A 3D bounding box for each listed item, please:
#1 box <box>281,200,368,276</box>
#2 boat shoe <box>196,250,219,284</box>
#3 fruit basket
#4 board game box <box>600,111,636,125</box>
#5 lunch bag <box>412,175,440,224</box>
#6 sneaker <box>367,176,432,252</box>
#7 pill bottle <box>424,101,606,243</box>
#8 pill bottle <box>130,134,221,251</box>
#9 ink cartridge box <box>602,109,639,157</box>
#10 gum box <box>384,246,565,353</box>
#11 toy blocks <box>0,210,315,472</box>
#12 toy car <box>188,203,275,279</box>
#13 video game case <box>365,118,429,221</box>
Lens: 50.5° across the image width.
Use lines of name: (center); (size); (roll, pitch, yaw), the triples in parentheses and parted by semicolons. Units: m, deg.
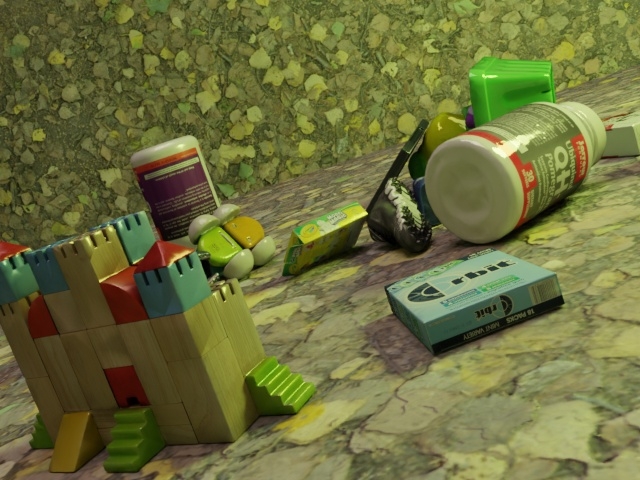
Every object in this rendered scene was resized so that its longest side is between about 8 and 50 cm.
box: (0.000, 0.000, 1.293); (0.179, 0.043, 0.105); (-27, -26, -31)
boat shoe: (-0.350, 0.101, 1.283); (0.158, 0.127, 0.340); (-19, 7, 46)
fruit basket: (0.373, -0.279, 1.619); (0.392, 0.283, 0.392); (-11, 16, 3)
board game box: (0.633, -0.249, 1.629); (0.281, 0.027, 0.145); (-28, 15, -39)
lunch bag: (0.217, -0.084, 1.317); (0.067, 0.098, 0.065); (-11, 14, -8)
sneaker: (0.138, -0.024, 1.244); (0.106, 0.078, 0.234); (-50, 21, 20)
pill bottle: (0.339, -0.130, 1.137); (0.318, 0.176, 0.176); (-27, 13, -35)
pill bottle: (-0.356, -0.097, 1.765); (0.181, 0.323, 0.181); (-18, 11, 3)
ink cartridge box: (0.644, -0.221, 1.371); (0.150, 0.063, 0.109); (-24, 12, -22)
gum box: (0.174, 0.064, 0.814); (0.157, 0.041, 0.184); (-20, 10, -4)
toy blocks: (-0.225, 0.093, 0.768); (0.381, 0.261, 0.191); (-12, 13, 31)
toy car: (-0.203, 0.020, 1.473); (0.182, 0.159, 0.136); (-34, -16, -52)
video game case: (0.183, -0.172, 1.625); (0.196, 0.026, 0.274); (-61, -3, 29)
